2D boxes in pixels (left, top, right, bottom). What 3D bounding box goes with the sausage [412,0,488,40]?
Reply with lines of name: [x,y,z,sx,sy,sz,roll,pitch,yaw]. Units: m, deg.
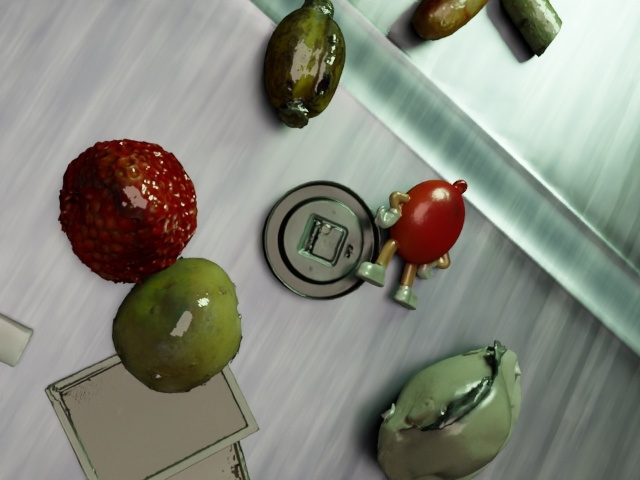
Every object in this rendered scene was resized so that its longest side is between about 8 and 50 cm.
sausage: [0.246,-0.446,1.485,0.103,0.076,0.302,26,80,-5]

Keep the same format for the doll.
doll: [0.148,-0.013,1.428,0.183,0.085,0.217,35,84,-42]

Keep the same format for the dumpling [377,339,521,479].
dumpling: [0.219,0.284,1.411,0.293,0.163,0.204,-28,91,-26]

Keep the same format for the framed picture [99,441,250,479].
framed picture: [-0.186,0.450,1.364,0.213,0.016,0.289,-16,92,-16]

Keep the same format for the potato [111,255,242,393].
potato: [-0.197,0.114,1.313,0.202,0.117,0.182,-40,87,-15]

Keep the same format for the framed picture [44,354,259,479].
framed picture: [-0.241,0.246,1.346,0.252,0.014,0.197,-25,87,-15]

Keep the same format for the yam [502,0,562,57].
yam: [0.341,-0.376,1.512,0.070,0.070,0.146,-38,99,-13]

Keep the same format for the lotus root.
lotus root: [-0.023,-0.271,1.387,0.120,0.120,0.209,15,83,-14]

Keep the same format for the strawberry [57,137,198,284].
strawberry: [-0.259,-0.046,1.244,0.205,0.244,0.205,0,89,-13]

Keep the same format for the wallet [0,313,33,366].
wallet: [-0.469,0.126,1.293,0.122,0.025,0.061,28,79,-13]

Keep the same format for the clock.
clock: [0.000,0.000,1.419,0.185,0.040,0.184,1,87,-15]
